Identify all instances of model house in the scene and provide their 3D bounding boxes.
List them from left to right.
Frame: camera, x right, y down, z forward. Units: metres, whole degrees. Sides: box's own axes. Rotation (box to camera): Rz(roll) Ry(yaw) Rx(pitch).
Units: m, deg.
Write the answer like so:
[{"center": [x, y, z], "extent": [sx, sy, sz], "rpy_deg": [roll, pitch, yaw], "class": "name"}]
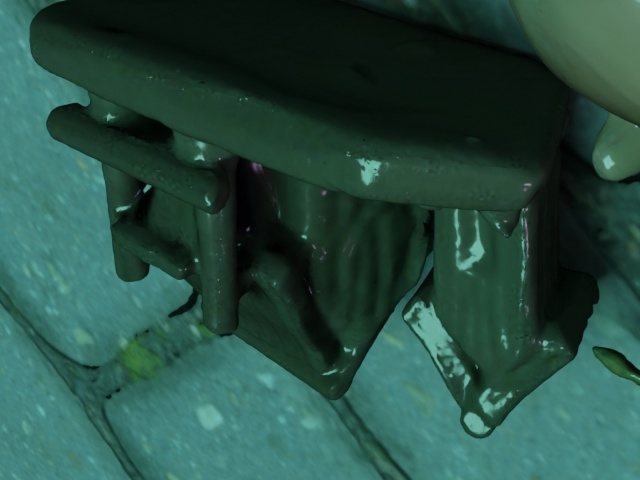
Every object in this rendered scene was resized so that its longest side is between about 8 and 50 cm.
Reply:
[{"center": [0.004, -0.008, 0.699], "extent": [0.229, 0.122, 0.188], "rpy_deg": [21, 136, 30], "class": "model house"}]

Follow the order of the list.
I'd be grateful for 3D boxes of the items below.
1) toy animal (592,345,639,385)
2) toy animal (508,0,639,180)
[{"center": [0.185, 0.090, 0.629], "extent": [0.220, 0.086, 0.069], "rpy_deg": [32, 100, 32], "class": "toy animal"}, {"center": [0.156, -0.039, 0.491], "extent": [0.154, 0.166, 0.250], "rpy_deg": [-38, 98, 10], "class": "toy animal"}]
